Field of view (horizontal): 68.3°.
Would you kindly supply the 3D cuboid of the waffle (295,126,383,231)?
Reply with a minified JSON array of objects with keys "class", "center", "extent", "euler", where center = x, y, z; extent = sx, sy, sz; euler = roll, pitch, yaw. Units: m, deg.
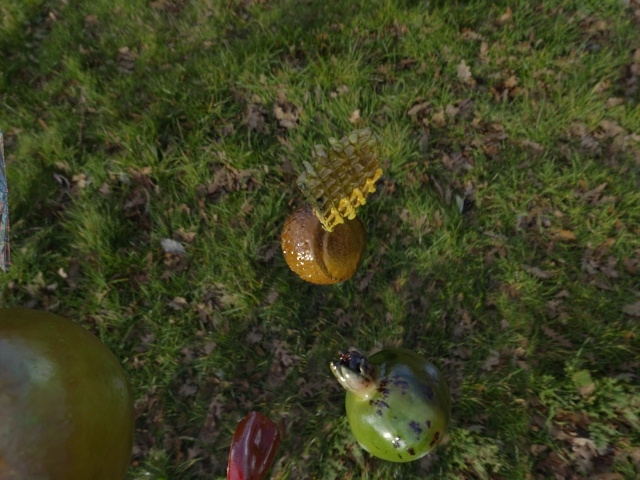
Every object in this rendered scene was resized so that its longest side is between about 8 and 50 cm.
[{"class":"waffle","center":[0.043,-0.142,1.137],"extent":[0.283,0.310,0.065],"euler":[-16,50,-41]}]

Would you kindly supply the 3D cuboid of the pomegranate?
[{"class":"pomegranate","center":[0.108,0.250,0.777],"extent":[0.210,0.179,0.179],"euler":[43,82,7]}]

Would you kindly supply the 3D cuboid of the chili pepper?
[{"class":"chili pepper","center":[-0.198,0.614,1.325],"extent":[0.136,0.253,0.144],"euler":[10,116,5]}]

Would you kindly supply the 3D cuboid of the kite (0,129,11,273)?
[{"class":"kite","center":[-0.337,-0.046,0.446],"extent":[0.160,0.010,0.183],"euler":[-45,81,17]}]

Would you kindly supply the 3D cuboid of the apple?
[{"class":"apple","center":[-0.453,0.292,0.648],"extent":[0.383,0.374,0.374],"euler":[-31,71,-16]}]

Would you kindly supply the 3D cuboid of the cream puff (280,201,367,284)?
[{"class":"cream puff","center":[0.000,0.000,1.576],"extent":[0.212,0.303,0.303],"euler":[10,70,47]}]
